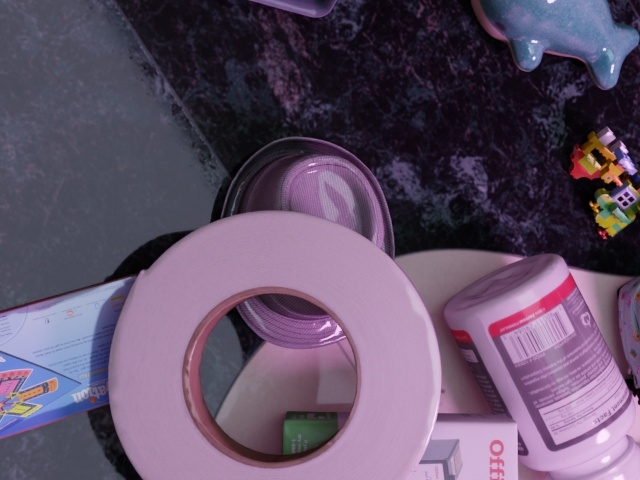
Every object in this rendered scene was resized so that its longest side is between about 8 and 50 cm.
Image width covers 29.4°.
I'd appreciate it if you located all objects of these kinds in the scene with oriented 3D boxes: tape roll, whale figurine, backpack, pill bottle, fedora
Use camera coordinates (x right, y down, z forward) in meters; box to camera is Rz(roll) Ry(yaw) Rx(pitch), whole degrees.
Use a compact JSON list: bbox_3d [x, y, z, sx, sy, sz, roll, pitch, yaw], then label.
[{"bbox_3d":[-0.053,0.156,1.424,0.392,0.072,0.392,0,89,6],"label":"tape roll"},{"bbox_3d":[0.338,-0.326,1.681,0.272,0.141,0.216,37,75,-15],"label":"whale figurine"},{"bbox_3d":[0.495,0.131,1.725,0.152,0.115,0.182,-13,89,-18],"label":"backpack"},{"bbox_3d":[0.307,0.192,1.616,0.176,0.176,0.319,-30,97,-20],"label":"pill bottle"},{"bbox_3d":[0.000,0.000,1.541,0.243,0.124,0.276,-4,88,-20],"label":"fedora"}]

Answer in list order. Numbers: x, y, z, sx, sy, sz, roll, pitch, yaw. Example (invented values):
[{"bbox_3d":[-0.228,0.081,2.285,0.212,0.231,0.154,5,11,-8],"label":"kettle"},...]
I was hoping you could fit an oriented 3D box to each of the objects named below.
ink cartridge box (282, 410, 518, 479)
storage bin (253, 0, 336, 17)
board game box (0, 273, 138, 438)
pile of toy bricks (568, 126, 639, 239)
[{"bbox_3d":[0.097,0.320,1.512,0.289,0.121,0.211,0,85,0],"label":"ink cartridge box"},{"bbox_3d":[-0.043,-0.356,1.574,0.135,0.098,0.091,12,55,-19],"label":"storage bin"},{"bbox_3d":[-0.335,0.146,1.457,0.281,0.027,0.145,-16,91,-21],"label":"board game box"},{"bbox_3d":[0.432,-0.047,1.732,0.105,0.118,0.212,-39,116,20],"label":"pile of toy bricks"}]
